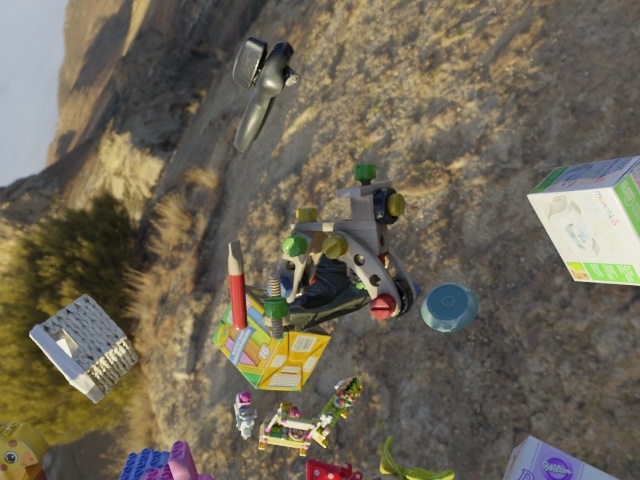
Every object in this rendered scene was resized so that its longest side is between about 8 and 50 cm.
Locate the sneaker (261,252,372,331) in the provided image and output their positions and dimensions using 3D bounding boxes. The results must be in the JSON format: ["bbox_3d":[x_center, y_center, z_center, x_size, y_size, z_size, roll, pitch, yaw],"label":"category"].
[{"bbox_3d":[-0.021,0.100,1.122,0.087,0.227,0.130,102,146,-58],"label":"sneaker"}]

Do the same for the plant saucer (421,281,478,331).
[{"bbox_3d":[0.265,0.131,1.165,0.119,0.021,0.119,-14,49,16],"label":"plant saucer"}]

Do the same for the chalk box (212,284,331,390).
[{"bbox_3d":[-0.151,0.241,1.501,0.289,0.180,0.179,35,101,42],"label":"chalk box"}]

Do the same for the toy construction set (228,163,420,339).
[{"bbox_3d":[0.000,0.000,0.897,0.257,0.308,0.237,19,116,54],"label":"toy construction set"}]

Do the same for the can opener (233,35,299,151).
[{"bbox_3d":[-0.078,-0.185,0.733,0.059,0.073,0.186,-52,-5,-33],"label":"can opener"}]

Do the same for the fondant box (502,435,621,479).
[{"bbox_3d":[0.351,0.494,0.811,0.330,0.238,0.096,-57,-20,-28],"label":"fondant box"}]

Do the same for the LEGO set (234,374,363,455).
[{"bbox_3d":[-0.015,0.323,1.080,0.132,0.287,0.107,66,146,33],"label":"LEGO set"}]

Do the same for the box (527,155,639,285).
[{"bbox_3d":[0.641,-0.040,1.261,0.127,0.262,0.231,-39,16,-18],"label":"box"}]

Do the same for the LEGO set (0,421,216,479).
[{"bbox_3d":[-0.167,0.163,0.353,0.087,0.227,0.093,-138,32,-79],"label":"LEGO set"}]

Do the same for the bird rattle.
[{"bbox_3d":[0.084,0.409,0.822,0.143,0.253,0.207,0,95,44],"label":"bird rattle"}]

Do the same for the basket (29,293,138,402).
[{"bbox_3d":[-0.374,0.176,0.914,0.103,0.113,0.167,-42,-13,-24],"label":"basket"}]
